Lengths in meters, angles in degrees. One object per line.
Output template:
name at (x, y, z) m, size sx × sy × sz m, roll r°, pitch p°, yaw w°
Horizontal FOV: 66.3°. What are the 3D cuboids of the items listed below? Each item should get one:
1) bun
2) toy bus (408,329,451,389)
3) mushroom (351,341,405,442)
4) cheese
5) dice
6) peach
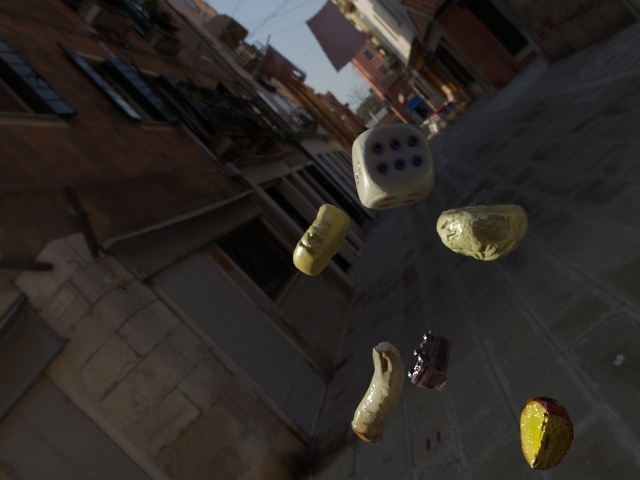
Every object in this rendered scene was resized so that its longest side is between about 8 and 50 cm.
bun at (0.398, -0.020, 1.211) m, size 0.220 × 0.135 × 0.220 m, roll -5°, pitch 3°, yaw 0°
toy bus at (0.325, 0.349, 1.426) m, size 0.178 × 0.098 × 0.087 m, roll -50°, pitch -15°, yaw -58°
mushroom at (0.184, 0.472, 1.507) m, size 0.095 × 0.122 × 0.352 m, roll -78°, pitch -1°, yaw -69°
cheese at (0.000, 0.000, 1.486) m, size 0.214 × 0.117 × 0.226 m, roll -55°, pitch -8°, yaw -12°
dice at (0.196, -0.199, 1.347) m, size 0.193 × 0.194 × 0.192 m, roll -9°, pitch -9°, yaw -1°
peach at (0.559, 0.474, 1.204) m, size 0.127 × 0.092 × 0.173 m, roll 124°, pitch 154°, yaw -68°
